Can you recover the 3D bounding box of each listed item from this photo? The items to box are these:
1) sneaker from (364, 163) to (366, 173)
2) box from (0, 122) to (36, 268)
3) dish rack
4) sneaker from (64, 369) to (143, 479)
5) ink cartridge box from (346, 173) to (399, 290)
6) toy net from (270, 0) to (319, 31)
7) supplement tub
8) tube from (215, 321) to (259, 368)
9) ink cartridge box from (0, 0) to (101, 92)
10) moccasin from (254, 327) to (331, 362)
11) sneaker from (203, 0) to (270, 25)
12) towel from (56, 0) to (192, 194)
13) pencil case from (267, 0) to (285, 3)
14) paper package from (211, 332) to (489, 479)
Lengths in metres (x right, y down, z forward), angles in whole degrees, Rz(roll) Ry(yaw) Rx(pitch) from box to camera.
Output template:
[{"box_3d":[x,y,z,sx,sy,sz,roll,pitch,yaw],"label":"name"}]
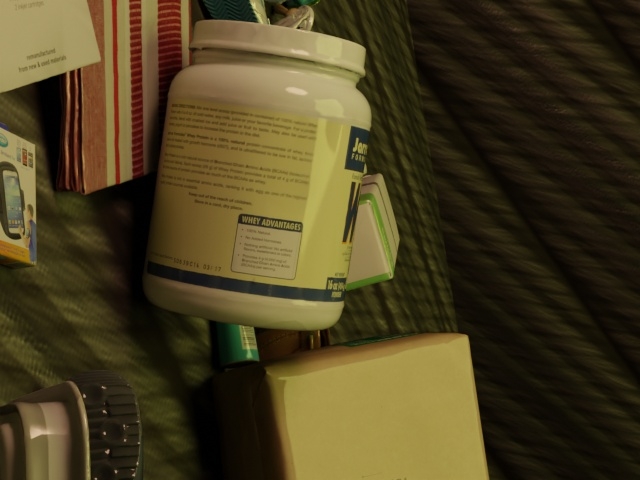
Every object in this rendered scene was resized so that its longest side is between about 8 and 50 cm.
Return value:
[{"box_3d":[-0.040,-0.191,1.953,0.323,0.130,0.236,-19,90,-67],"label":"sneaker"},{"box_3d":[-0.292,-0.047,1.150,0.081,0.028,0.136,31,55,-70],"label":"box"},{"box_3d":[-0.234,0.278,0.919,0.285,0.072,0.332,156,-66,-62],"label":"dish rack"},{"box_3d":[-0.218,0.285,1.164,0.131,0.112,0.318,88,4,-66],"label":"sneaker"},{"box_3d":[0.000,0.000,1.747,0.273,0.198,0.114,-58,132,-78],"label":"ink cartridge box"},{"box_3d":[-0.020,-0.384,2.067,0.232,0.122,0.045,-76,147,-51],"label":"toy net"},{"box_3d":[-0.069,-0.073,1.435,0.235,0.236,0.324,0,99,-74],"label":"supplement tub"},{"box_3d":[-0.120,0.065,1.667,0.080,0.052,0.207,56,25,-73],"label":"tube"},{"box_3d":[-0.307,-0.228,0.867,0.197,0.198,0.270,-47,127,-69],"label":"ink cartridge box"},{"box_3d":[0.016,0.272,1.801,0.139,0.147,0.380,-55,129,-72],"label":"moccasin"},{"box_3d":[-0.103,-0.301,1.810,0.092,0.087,0.228,-79,158,-53],"label":"sneaker"},{"box_3d":[-0.213,-0.187,1.396,0.329,0.037,0.237,-34,126,-73],"label":"towel"},{"box_3d":[-0.051,-0.473,2.019,0.273,0.114,0.124,-66,167,-62],"label":"pencil case"},{"box_3d":[0.043,0.288,1.636,0.325,0.168,0.309,-8,90,-33],"label":"paper package"}]
